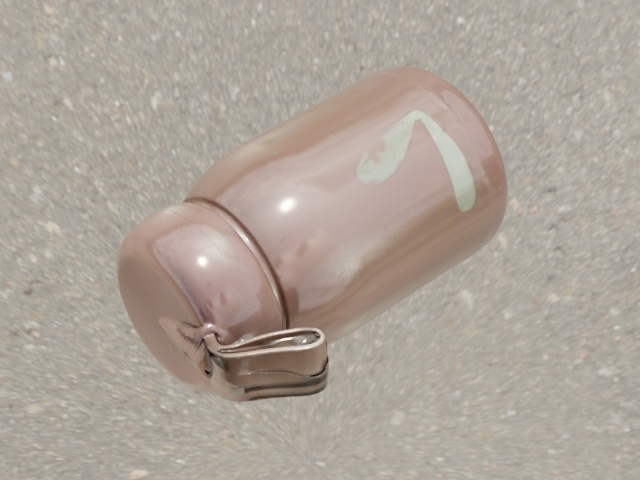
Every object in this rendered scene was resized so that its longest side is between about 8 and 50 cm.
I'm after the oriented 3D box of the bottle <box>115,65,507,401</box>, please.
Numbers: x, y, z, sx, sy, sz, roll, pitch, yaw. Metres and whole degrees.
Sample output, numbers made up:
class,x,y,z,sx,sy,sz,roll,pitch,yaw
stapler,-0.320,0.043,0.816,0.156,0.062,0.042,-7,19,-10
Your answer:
class,x,y,z,sx,sy,sz,roll,pitch,yaw
bottle,0.000,0.000,0.918,0.297,0.173,0.206,-30,46,-31
